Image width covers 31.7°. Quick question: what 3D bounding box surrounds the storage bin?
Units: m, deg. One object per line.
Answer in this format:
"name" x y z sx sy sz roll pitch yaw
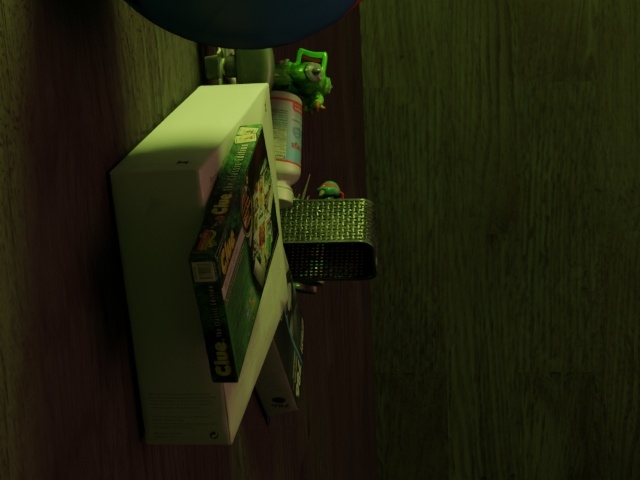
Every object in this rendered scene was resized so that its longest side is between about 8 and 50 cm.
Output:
"storage bin" 0.000 0.000 1.810 0.122 0.180 0.084 78 12 -57

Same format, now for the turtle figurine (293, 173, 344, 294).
"turtle figurine" -0.011 -0.027 2.031 0.175 0.118 0.234 68 28 -71

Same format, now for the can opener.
"can opener" -0.110 -0.302 1.382 0.074 0.093 0.280 -46 130 -79

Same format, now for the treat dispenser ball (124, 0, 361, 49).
"treat dispenser ball" -0.063 -0.302 0.924 0.288 0.288 0.288 -1 90 -83

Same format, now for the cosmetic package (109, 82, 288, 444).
"cosmetic package" -0.116 0.006 1.226 0.377 0.098 0.284 -70 159 -69

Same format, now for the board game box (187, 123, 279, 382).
"board game box" -0.078 0.004 1.080 0.259 0.030 0.136 -78 165 -59

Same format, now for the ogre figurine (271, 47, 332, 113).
"ogre figurine" -0.048 -0.243 1.714 0.197 0.118 0.096 70 21 -67

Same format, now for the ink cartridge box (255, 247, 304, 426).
"ink cartridge box" -0.070 0.147 1.721 0.332 0.065 0.165 79 12 -58

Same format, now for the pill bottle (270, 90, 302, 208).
"pill bottle" -0.071 -0.130 1.638 0.087 0.087 0.160 58 32 -76
